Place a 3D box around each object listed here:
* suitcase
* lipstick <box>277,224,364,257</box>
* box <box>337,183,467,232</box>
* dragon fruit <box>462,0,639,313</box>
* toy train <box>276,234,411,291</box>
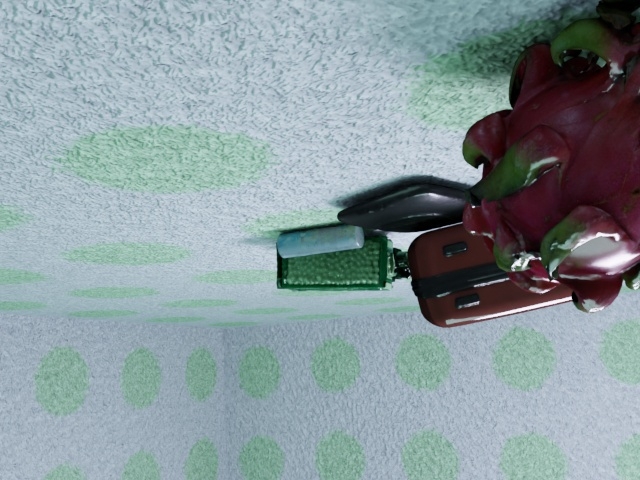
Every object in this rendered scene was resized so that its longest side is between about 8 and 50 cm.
[{"bbox_3d":[0.298,0.041,1.119,0.297,0.161,0.236,-13,175,1],"label":"suitcase"},{"bbox_3d":[0.000,0.000,1.241,0.157,0.048,0.048,-8,168,24],"label":"lipstick"},{"bbox_3d":[0.144,-0.045,1.065,0.201,0.042,0.212,4,167,-41],"label":"box"},{"bbox_3d":[0.230,-0.076,0.573,0.218,0.273,0.198,20,-160,-4],"label":"dragon fruit"},{"bbox_3d":[0.042,0.043,1.326,0.269,0.115,0.154,-2,171,27],"label":"toy train"}]
